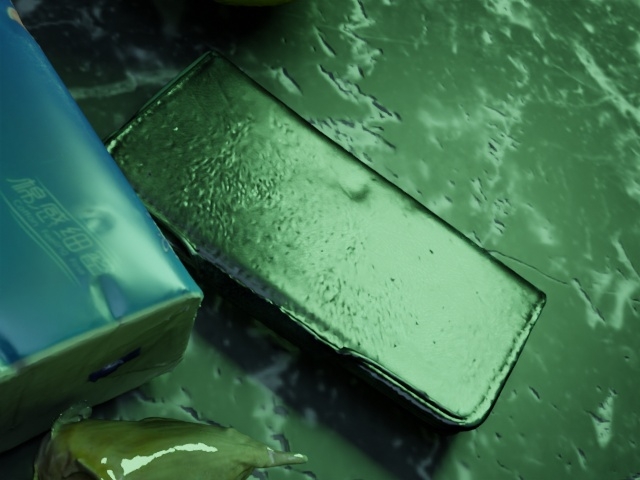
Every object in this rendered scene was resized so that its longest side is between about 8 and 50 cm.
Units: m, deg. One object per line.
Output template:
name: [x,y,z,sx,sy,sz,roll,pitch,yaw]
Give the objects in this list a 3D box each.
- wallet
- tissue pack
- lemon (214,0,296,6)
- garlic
wallet: [0.000,0.000,0.708,0.318,0.045,0.172,35,47,4]
tissue pack: [-0.216,-0.020,0.569,0.209,0.137,0.270,-22,66,-35]
lemon: [-0.060,-0.294,0.780,0.219,0.240,0.240,-35,73,-6]
garlic: [-0.093,0.132,0.554,0.152,0.066,0.084,5,12,-44]
